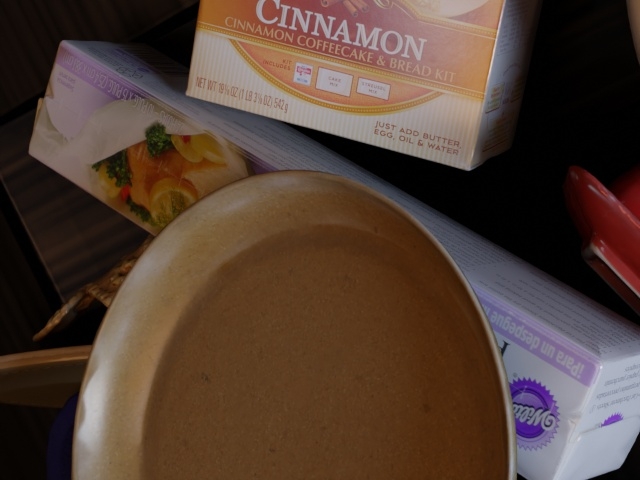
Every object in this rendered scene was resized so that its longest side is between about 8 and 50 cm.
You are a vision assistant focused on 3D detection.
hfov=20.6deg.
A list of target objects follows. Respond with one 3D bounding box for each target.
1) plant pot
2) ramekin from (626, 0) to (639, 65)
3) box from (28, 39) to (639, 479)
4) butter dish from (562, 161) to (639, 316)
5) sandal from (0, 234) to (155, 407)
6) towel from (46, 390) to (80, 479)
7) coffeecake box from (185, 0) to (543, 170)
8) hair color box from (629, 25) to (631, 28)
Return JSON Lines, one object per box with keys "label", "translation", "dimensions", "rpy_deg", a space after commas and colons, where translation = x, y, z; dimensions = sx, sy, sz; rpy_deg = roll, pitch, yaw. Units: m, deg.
{"label": "plant pot", "translation": [-0.012, 0.090, 0.723], "dimensions": [0.236, 0.032, 0.236], "rpy_deg": [-6, 80, 39]}
{"label": "ramekin", "translation": [0.248, -0.112, 0.613], "dimensions": [0.273, 0.127, 0.272], "rpy_deg": [0, 83, 0]}
{"label": "box", "translation": [0.000, 0.000, 0.788], "dimensions": [0.324, 0.067, 0.063], "rpy_deg": [31, 113, 30]}
{"label": "butter dish", "translation": [0.188, 0.001, 0.730], "dimensions": [0.118, 0.160, 0.160], "rpy_deg": [-44, 84, 2]}
{"label": "sandal", "translation": [-0.065, 0.032, 0.879], "dimensions": [0.240, 0.088, 0.079], "rpy_deg": [-6, 69, 16]}
{"label": "towel", "translation": [-0.021, 0.226, 0.830], "dimensions": [0.308, 0.076, 0.227], "rpy_deg": [32, 128, 41]}
{"label": "coffeecake box", "translation": [0.029, -0.141, 0.788], "dimensions": [0.142, 0.068, 0.185], "rpy_deg": [16, 108, 19]}
{"label": "hair color box", "translation": [0.187, -0.146, 0.735], "dimensions": [0.072, 0.043, 0.141], "rpy_deg": [22, 109, 16]}
